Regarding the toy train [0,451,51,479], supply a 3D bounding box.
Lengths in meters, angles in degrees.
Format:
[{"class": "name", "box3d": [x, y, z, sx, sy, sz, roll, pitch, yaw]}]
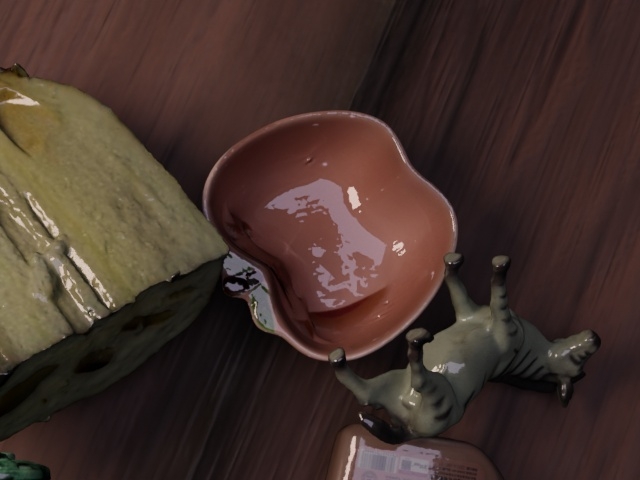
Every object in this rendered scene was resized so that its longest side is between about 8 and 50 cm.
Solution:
[{"class": "toy train", "box3d": [-0.308, 0.236, 1.005, 0.301, 0.202, 0.120, -3, 67, -9]}]

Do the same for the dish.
[{"class": "dish", "box3d": [0.000, 0.000, 1.144, 0.213, 0.090, 0.213, 2, 78, -9]}]

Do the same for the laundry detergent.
[{"class": "laundry detergent", "box3d": [0.076, 0.277, 1.103, 0.171, 0.076, 0.237, 9, 78, -5]}]

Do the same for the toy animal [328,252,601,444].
[{"class": "toy animal", "box3d": [0.122, 0.102, 1.101, 0.217, 0.073, 0.176, -36, 124, -20]}]

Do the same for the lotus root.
[{"class": "lotus root", "box3d": [-0.261, 0.007, 1.064, 0.267, 0.149, 0.260, -29, 68, -33]}]
